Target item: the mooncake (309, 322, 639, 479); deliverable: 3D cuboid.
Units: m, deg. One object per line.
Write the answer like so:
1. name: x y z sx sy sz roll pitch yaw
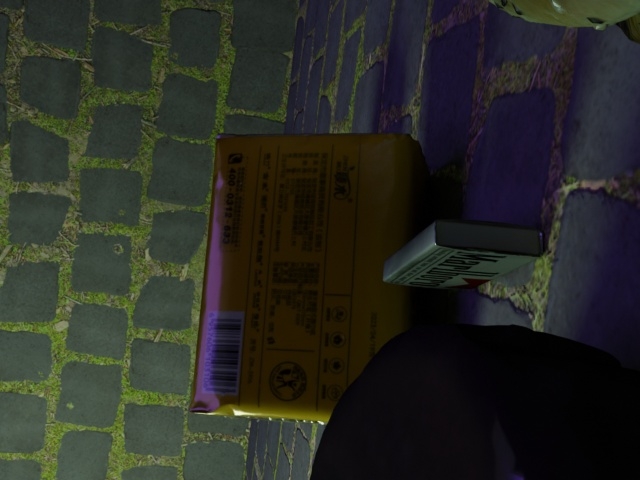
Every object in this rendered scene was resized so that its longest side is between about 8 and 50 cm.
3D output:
1. mooncake: 0.129 0.243 0.520 0.350 0.212 0.381 121 157 -56

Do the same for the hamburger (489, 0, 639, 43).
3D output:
1. hamburger: 0.206 -0.265 0.467 0.277 0.195 0.318 142 135 -73

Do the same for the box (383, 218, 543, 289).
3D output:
1. box: 0.147 0.018 0.821 0.177 0.115 0.036 131 142 -71

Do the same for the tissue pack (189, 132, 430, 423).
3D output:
1. tissue pack: -0.006 0.061 1.052 0.228 0.293 0.382 41 -129 -72
